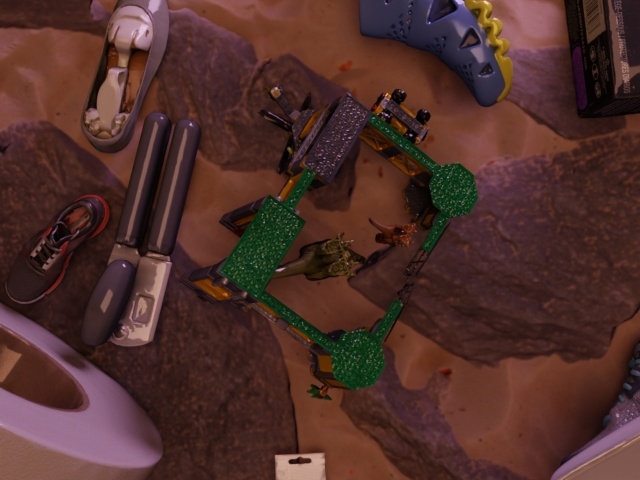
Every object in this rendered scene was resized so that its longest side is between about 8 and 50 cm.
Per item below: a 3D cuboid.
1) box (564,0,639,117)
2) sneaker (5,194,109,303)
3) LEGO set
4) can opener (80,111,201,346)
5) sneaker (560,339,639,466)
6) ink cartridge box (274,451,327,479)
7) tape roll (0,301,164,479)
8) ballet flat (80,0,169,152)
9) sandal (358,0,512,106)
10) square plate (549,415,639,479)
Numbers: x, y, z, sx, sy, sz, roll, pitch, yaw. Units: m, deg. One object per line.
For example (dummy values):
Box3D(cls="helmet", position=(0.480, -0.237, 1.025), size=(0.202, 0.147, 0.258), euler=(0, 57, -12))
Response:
Box3D(cls="box", position=(0.432, -0.239, 1.008), size=(0.270, 0.143, 0.165), euler=(-7, 89, -1))
Box3D(cls="sneaker", position=(-0.314, 0.006, 1.041), size=(0.061, 0.065, 0.158), euler=(39, 89, 1))
Box3D(cls="LEGO set", position=(0.000, 0.000, 1.010), size=(0.255, 0.192, 0.331), euler=(29, 74, -18))
Box3D(cls="can opener", position=(-0.201, -0.010, 1.034), size=(0.074, 0.093, 0.280), euler=(14, 84, 1))
Box3D(cls="sneaker", position=(0.386, 0.179, 1.033), size=(0.283, 0.110, 0.122), euler=(-32, 70, -2))
Box3D(cls="ink cartridge box", position=(-0.021, 0.304, 1.052), size=(0.063, 0.029, 0.115), euler=(-3, 87, 0))
Box3D(cls="tape roll", position=(-0.334, 0.134, 0.878), size=(0.392, 0.392, 0.072), euler=(34, 89, 1))
Box3D(cls="ballet flat", position=(-0.226, -0.206, 1.045), size=(0.072, 0.068, 0.213), euler=(14, 88, 0))
Box3D(cls="sandal", position=(0.099, -0.274, 1.028), size=(0.138, 0.126, 0.317), euler=(-36, 81, 3))
Box3D(cls="square plate", position=(0.424, 0.255, 0.967), size=(0.344, 0.049, 0.347), euler=(-32, 127, -1))
